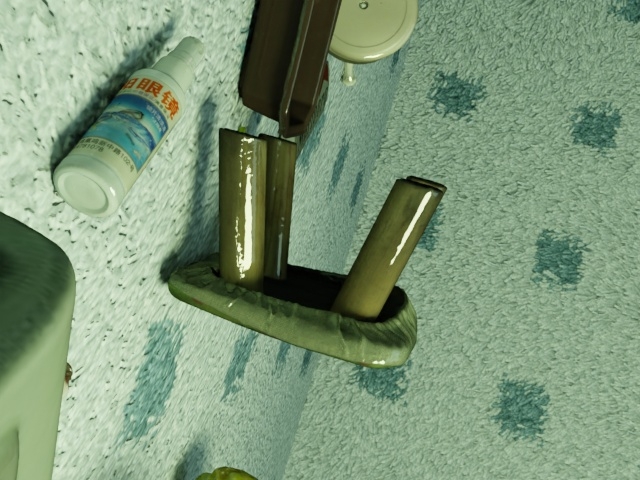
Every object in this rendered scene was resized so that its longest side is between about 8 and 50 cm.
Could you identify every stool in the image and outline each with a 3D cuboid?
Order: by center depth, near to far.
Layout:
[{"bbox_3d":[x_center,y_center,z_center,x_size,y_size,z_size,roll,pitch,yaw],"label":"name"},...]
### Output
[{"bbox_3d":[0.000,0.000,1.035,0.310,0.311,0.226,-29,136,-80],"label":"stool"}]

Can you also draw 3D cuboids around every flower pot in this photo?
[{"bbox_3d":[-0.041,-0.268,1.071,0.179,0.084,0.250,-44,150,-75],"label":"flower pot"}]

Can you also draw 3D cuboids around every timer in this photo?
[{"bbox_3d":[0.058,-0.363,1.386,0.266,0.175,0.175,156,-50,-86],"label":"timer"}]

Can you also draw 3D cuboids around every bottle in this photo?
[{"bbox_3d":[-0.155,-0.110,0.707,0.060,0.060,0.217,97,12,-46],"label":"bottle"}]

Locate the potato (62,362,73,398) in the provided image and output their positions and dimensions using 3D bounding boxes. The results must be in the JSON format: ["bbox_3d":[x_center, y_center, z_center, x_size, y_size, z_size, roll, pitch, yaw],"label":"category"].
[{"bbox_3d":[-0.223,0.087,0.543,0.122,0.086,0.061,103,4,-61],"label":"potato"}]

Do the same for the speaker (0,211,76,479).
[{"bbox_3d":[-0.241,0.153,0.245,0.406,0.183,0.184,-63,172,-51],"label":"speaker"}]

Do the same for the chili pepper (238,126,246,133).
[{"bbox_3d":[-0.115,-0.118,1.084,0.030,0.017,0.083,100,9,-47],"label":"chili pepper"}]

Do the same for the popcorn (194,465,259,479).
[{"bbox_3d":[-0.153,0.465,1.281,0.184,0.204,0.221,-30,161,-42],"label":"popcorn"}]

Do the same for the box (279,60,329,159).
[{"bbox_3d":[-0.028,-0.223,1.398,0.115,0.036,0.177,96,13,-45],"label":"box"}]
